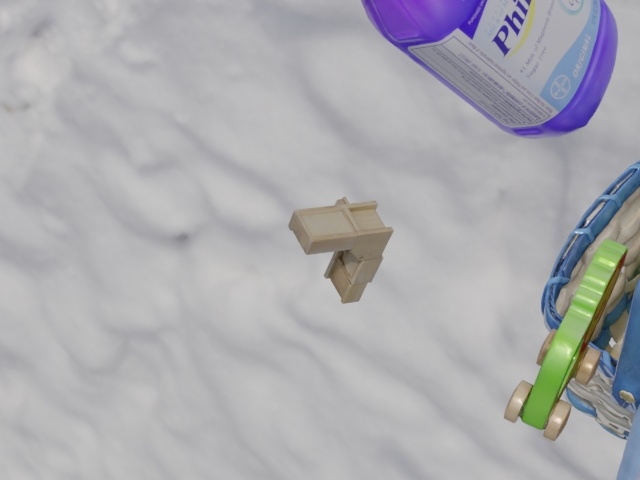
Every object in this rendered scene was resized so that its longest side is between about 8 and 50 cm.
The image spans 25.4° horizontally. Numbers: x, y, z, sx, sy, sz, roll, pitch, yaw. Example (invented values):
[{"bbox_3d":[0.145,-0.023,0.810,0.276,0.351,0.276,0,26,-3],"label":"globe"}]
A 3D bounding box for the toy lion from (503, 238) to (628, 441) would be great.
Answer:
[{"bbox_3d":[0.142,0.048,0.786,0.034,0.100,0.096,25,124,14],"label":"toy lion"}]

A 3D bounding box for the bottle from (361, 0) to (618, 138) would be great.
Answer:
[{"bbox_3d":[0.087,-0.175,0.945,0.092,0.118,0.283,0,154,48],"label":"bottle"}]

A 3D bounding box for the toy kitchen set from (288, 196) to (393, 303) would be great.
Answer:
[{"bbox_3d":[0.000,0.000,1.107,0.068,0.075,0.083,60,143,34],"label":"toy kitchen set"}]

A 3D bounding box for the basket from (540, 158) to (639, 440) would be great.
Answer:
[{"bbox_3d":[0.279,0.024,1.024,0.201,0.255,0.289,34,149,19],"label":"basket"}]

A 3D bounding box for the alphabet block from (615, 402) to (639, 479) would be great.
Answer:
[{"bbox_3d":[0.304,0.188,0.851,0.197,0.192,0.193,39,142,-13],"label":"alphabet block"}]
